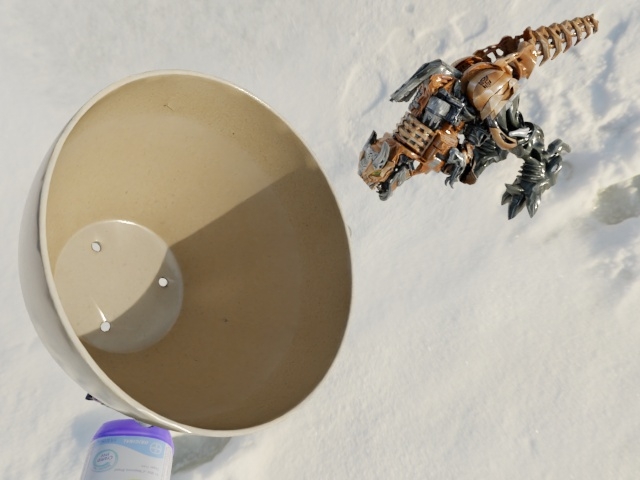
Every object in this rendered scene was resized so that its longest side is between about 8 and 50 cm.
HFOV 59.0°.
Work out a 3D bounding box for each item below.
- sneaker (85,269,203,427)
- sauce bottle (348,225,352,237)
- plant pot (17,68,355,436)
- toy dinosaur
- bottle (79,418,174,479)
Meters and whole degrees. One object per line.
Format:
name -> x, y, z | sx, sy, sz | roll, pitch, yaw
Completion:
sneaker -> -0.204, 0.116, 0.654 | 0.098, 0.083, 0.224 | 20, 106, -12
sauce bottle -> 0.000, 0.000, 0.822 | 0.042, 0.128, 0.042 | 5, 80, -29
plant pot -> -0.134, 0.023, 0.498 | 0.190, 0.284, 0.284 | -18, 86, 42
toy dinosaur -> 0.203, -0.150, 0.697 | 0.321, 0.164, 0.218 | -26, 129, 24
bottle -> -0.261, 0.367, 0.718 | 0.118, 0.283, 0.092 | 5, 126, -8
